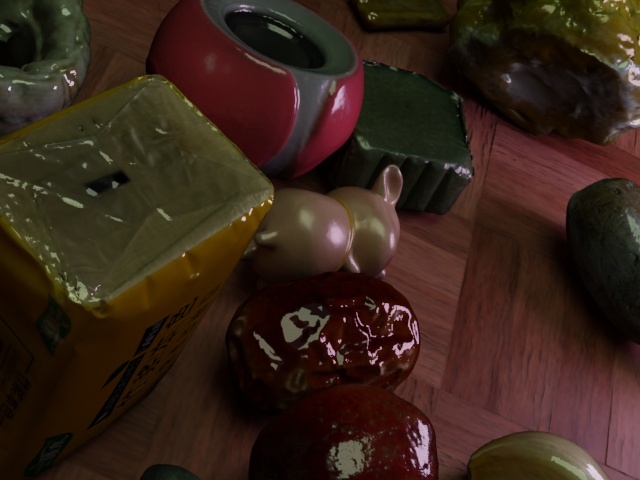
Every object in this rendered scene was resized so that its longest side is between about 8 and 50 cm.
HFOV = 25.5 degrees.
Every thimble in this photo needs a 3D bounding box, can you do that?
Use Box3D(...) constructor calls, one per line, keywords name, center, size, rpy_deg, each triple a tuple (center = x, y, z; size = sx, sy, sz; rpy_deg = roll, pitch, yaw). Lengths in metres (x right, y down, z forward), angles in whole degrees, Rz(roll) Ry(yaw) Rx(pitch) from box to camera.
Box3D(name="thimble", center=(-0.435, -0.236, 1.785), size=(0.292, 0.195, 0.291), rpy_deg=(19, 44, -20))

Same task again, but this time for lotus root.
Box3D(name="lotus root", center=(0.462, 0.058, 2.053), size=(0.140, 0.158, 0.322), rpy_deg=(-10, 63, -33))

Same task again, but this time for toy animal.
Box3D(name="toy animal", center=(-0.002, 0.000, 1.835), size=(0.248, 0.165, 0.149), rpy_deg=(-13, 84, -47))

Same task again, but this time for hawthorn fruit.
Box3D(name="hawthorn fruit", center=(0.014, 0.265, 1.585), size=(0.250, 0.215, 0.215), rpy_deg=(-3, 54, -30))

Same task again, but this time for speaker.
Box3D(name="speaker", center=(-0.082, -0.213, 1.907), size=(0.294, 0.294, 0.294), rpy_deg=(15, 46, -17))

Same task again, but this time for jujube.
Box3D(name="jujube", center=(0.003, 0.126, 1.728), size=(0.250, 0.174, 0.174), rpy_deg=(-6, 55, -29))

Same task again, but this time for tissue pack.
Box3D(name="tissue pack", center=(-0.261, 0.052, 1.493), size=(0.228, 0.382, 0.293), rpy_deg=(46, 45, 10))

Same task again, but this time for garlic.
Box3D(name="garlic", center=(0.292, 0.337, 1.748), size=(0.164, 0.145, 0.245), rpy_deg=(-41, 77, -12))

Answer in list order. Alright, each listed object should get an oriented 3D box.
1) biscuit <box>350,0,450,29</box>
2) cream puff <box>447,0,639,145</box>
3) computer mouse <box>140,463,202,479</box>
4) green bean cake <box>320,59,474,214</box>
Box3D(name="biscuit", center=(0.114, -0.417, 2.361), size=(0.183, 0.039, 0.174), rpy_deg=(-10, 59, -36))
Box3D(name="cream puff", center=(0.386, -0.343, 2.221), size=(0.378, 0.378, 0.275), rpy_deg=(28, 66, -4))
Box3D(name="computer mouse", center=(-0.122, 0.341, 1.541), size=(0.229, 0.068, 0.113), rpy_deg=(47, 29, -1))
Box3D(name="green bean cake", center=(0.106, -0.155, 2.065), size=(0.223, 0.125, 0.227), rpy_deg=(8, 47, -20))
